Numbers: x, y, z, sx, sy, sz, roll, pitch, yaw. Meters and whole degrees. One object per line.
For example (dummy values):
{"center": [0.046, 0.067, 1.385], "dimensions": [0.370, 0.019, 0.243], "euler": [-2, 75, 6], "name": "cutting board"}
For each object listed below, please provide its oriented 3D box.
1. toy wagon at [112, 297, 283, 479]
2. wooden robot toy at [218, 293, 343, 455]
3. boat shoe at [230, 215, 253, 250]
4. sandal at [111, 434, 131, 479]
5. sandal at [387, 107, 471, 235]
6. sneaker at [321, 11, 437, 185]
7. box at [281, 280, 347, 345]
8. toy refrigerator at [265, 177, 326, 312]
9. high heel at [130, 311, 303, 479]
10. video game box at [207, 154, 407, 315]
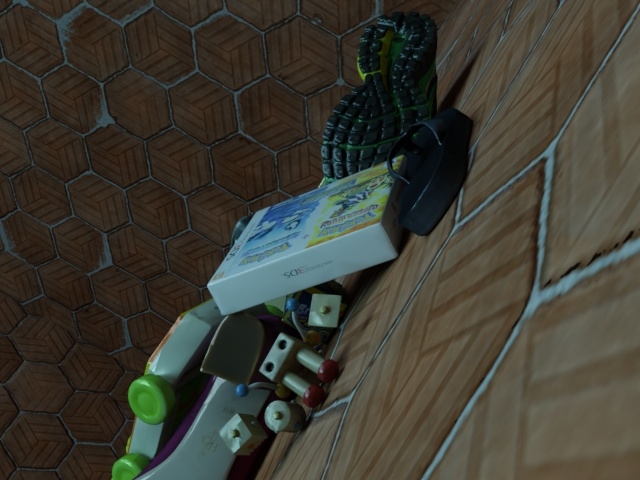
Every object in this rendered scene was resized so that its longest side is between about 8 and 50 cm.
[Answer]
{"center": [-0.161, 0.230, 1.059], "dimensions": [0.267, 0.068, 0.344], "euler": [-27, -41, -57], "name": "toy wagon"}
{"center": [-0.015, 0.130, 0.764], "dimensions": [0.173, 0.076, 0.079], "euler": [-59, -32, 0], "name": "wooden robot toy"}
{"center": [-0.108, 0.072, 1.495], "dimensions": [0.121, 0.119, 0.335], "euler": [-33, -27, -31], "name": "boat shoe"}
{"center": [-0.238, 0.374, 1.213], "dimensions": [0.126, 0.138, 0.317], "euler": [-30, 11, 15], "name": "sandal"}
{"center": [0.100, -0.083, 0.790], "dimensions": [0.097, 0.054, 0.254], "euler": [-58, 3, 17], "name": "sandal"}
{"center": [0.102, -0.148, 1.084], "dimensions": [0.146, 0.134, 0.343], "euler": [68, -147, -46], "name": "sneaker"}
{"center": [-0.007, 0.074, 0.984], "dimensions": [0.054, 0.059, 0.169], "euler": [-60, 3, 4], "name": "box"}
{"center": [0.000, 0.000, 1.271], "dimensions": [0.269, 0.094, 0.102], "euler": [-58, 3, 21], "name": "toy refrigerator"}
{"center": [-0.120, 0.261, 0.918], "dimensions": [0.377, 0.127, 0.181], "euler": [-61, -20, -4], "name": "high heel"}
{"center": [-0.003, -0.009, 0.891], "dimensions": [0.205, 0.048, 0.187], "euler": [-20, 22, 22], "name": "video game box"}
